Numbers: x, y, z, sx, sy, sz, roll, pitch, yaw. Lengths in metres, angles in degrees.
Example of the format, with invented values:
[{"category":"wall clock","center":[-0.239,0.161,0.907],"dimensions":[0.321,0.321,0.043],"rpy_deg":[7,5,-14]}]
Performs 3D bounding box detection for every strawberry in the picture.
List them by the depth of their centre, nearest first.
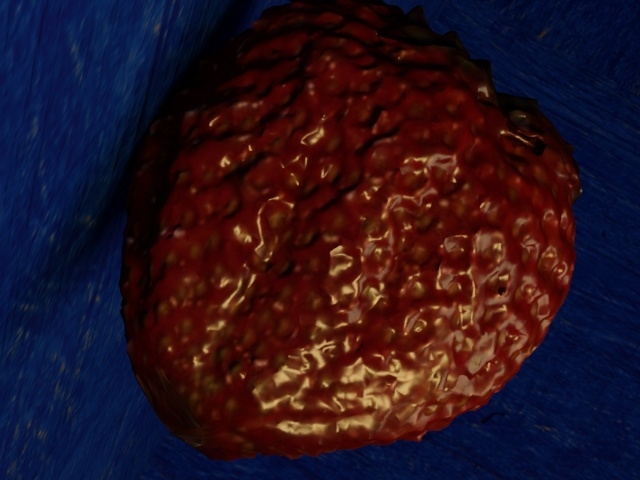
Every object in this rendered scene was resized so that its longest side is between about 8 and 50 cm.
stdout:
[{"category":"strawberry","center":[0.000,0.000,1.108],"dimensions":[0.288,0.238,0.250],"rpy_deg":[-46,-168,-27]}]
